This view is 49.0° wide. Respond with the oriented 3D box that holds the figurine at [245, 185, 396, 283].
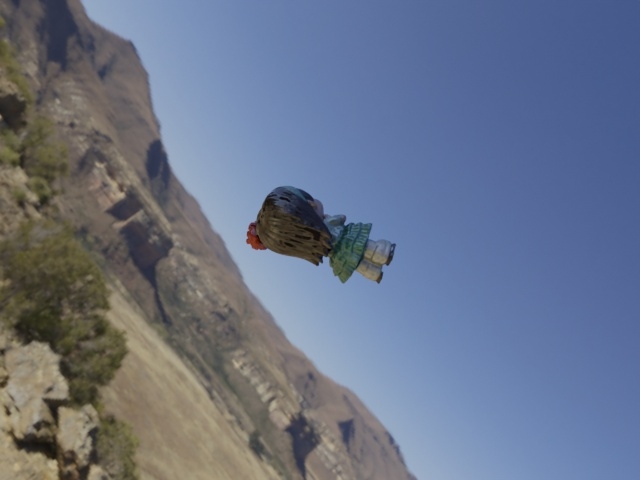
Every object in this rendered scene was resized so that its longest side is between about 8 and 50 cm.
[{"bbox_3d":[0.000,0.000,0.518,0.106,0.047,0.060,24,-48,-4],"label":"figurine"}]
